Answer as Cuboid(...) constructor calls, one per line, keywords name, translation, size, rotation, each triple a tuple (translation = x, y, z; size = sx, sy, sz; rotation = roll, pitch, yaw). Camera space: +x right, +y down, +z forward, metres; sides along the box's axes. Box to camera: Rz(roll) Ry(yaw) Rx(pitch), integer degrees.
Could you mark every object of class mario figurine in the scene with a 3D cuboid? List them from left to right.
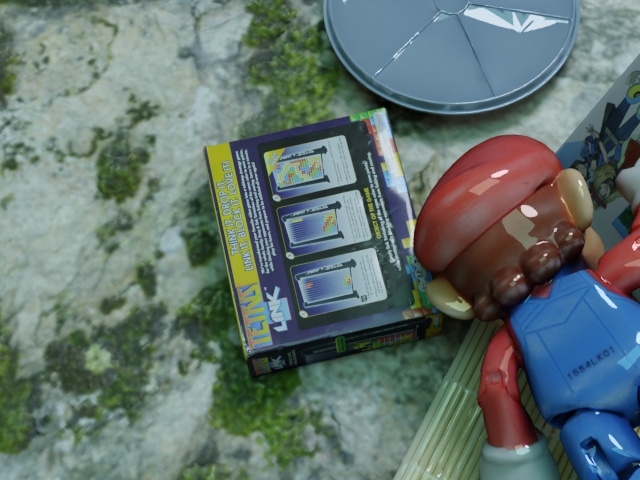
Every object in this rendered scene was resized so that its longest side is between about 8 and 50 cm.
Cuboid(name="mario figurine", translation=(0.180, 0.063, 0.831), size=(0.198, 0.170, 0.320), rotation=(-17, 55, -18))

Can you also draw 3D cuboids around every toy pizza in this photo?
Cuboid(name="toy pizza", translation=(0.103, -0.181, 1.021), size=(0.201, 0.032, 0.201), rotation=(-1, 64, 1))

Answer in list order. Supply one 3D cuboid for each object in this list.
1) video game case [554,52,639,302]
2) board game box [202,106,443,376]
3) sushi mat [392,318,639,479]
Cuboid(name="video game case", translation=(0.321, -0.022, 0.808), size=(0.036, 0.300, 0.329), rotation=(-10, 57, -42))
Cuboid(name="board game box", translation=(0.000, 0.000, 0.932), size=(0.141, 0.048, 0.170), rotation=(-12, 65, -1))
Cuboid(name="sushi mat", translation=(0.121, 0.180, 0.858), size=(0.151, 0.019, 0.316), rotation=(24, 68, 14))
